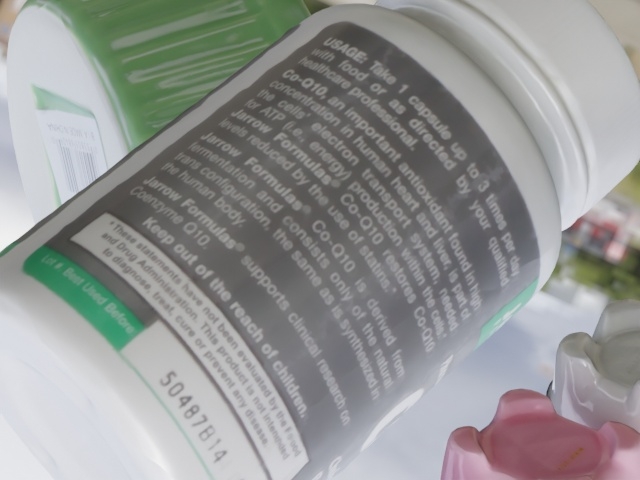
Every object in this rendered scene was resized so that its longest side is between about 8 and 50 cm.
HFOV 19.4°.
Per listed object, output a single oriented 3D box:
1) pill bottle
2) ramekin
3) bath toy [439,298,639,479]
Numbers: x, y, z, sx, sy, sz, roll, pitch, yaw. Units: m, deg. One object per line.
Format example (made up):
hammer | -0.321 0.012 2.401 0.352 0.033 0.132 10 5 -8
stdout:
pill bottle | 0.000 0.000 1.025 0.204 0.361 0.204 40 156 23
ramekin | -0.107 -0.058 1.322 0.148 0.303 0.303 -17 -155 -24
bath toy | 0.122 0.137 0.826 0.151 0.129 0.348 25 -142 37
